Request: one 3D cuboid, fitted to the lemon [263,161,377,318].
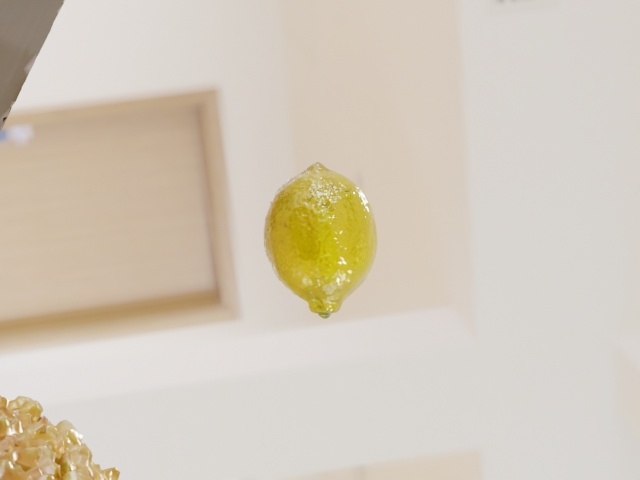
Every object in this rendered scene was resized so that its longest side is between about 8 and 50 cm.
[{"bbox_3d":[0.000,0.000,1.037,0.062,0.062,0.083,166,-77,-81],"label":"lemon"}]

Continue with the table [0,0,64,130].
[{"bbox_3d":[-0.206,-0.092,0.459,0.250,0.196,0.282,41,-61,17],"label":"table"}]

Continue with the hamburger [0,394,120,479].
[{"bbox_3d":[-0.182,0.151,0.624,0.302,0.302,0.170,-108,-160,-47],"label":"hamburger"}]
